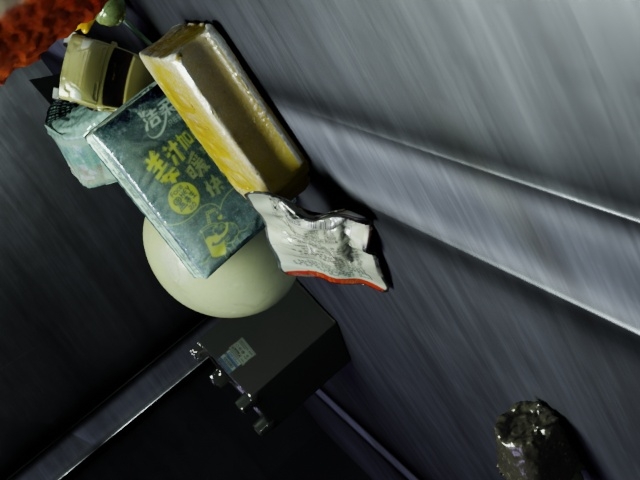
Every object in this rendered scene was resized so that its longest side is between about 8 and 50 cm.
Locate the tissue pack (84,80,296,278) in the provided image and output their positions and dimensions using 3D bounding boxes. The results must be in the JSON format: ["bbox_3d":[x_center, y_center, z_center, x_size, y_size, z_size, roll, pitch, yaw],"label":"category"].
[{"bbox_3d":[-0.177,-0.101,1.415,0.257,0.185,0.081,54,159,-14],"label":"tissue pack"}]

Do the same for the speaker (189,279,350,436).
[{"bbox_3d":[-0.098,0.228,2.041,0.184,0.254,0.232,44,168,25],"label":"speaker"}]

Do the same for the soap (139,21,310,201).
[{"bbox_3d":[-0.111,-0.148,1.271,0.257,0.080,0.160,56,168,-23],"label":"soap"}]

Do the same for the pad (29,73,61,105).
[{"bbox_3d":[-0.402,-0.235,1.963,0.300,0.202,0.005,46,132,20],"label":"pad"}]

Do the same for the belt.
[{"bbox_3d":[-0.367,-0.216,1.773,0.150,0.207,0.257,57,-175,-32],"label":"belt"}]

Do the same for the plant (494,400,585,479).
[{"bbox_3d":[0.247,0.249,1.131,0.094,0.092,0.143,27,149,47],"label":"plant"}]

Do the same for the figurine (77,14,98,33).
[{"bbox_3d":[-0.401,-0.427,1.286,0.215,0.187,0.343,34,168,30],"label":"figurine"}]

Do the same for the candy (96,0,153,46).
[{"bbox_3d":[-0.265,-0.302,1.511,0.202,0.061,0.061,42,169,0],"label":"candy"}]

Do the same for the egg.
[{"bbox_3d":[-0.155,0.010,1.588,0.269,0.219,0.219,29,180,-27],"label":"egg"}]

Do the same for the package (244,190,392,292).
[{"bbox_3d":[0.000,0.000,1.275,0.166,0.040,0.232,12,158,18],"label":"package"}]

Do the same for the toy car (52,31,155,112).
[{"bbox_3d":[-0.302,-0.237,1.505,0.125,0.101,0.257,12,-177,4],"label":"toy car"}]

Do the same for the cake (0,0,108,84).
[{"bbox_3d":[-0.330,-0.364,0.928,0.269,0.270,0.319,45,168,28],"label":"cake"}]
